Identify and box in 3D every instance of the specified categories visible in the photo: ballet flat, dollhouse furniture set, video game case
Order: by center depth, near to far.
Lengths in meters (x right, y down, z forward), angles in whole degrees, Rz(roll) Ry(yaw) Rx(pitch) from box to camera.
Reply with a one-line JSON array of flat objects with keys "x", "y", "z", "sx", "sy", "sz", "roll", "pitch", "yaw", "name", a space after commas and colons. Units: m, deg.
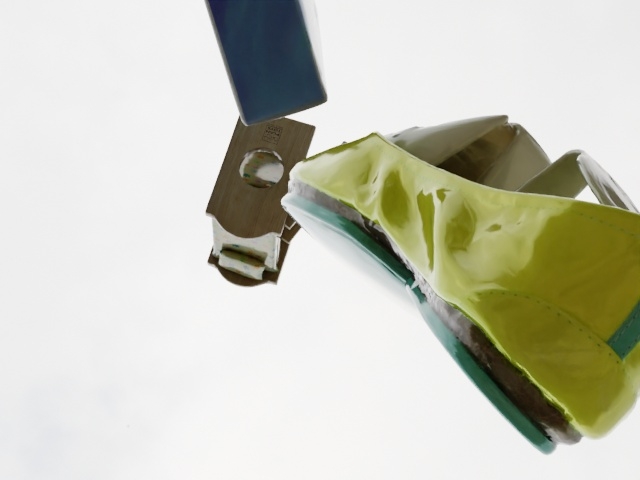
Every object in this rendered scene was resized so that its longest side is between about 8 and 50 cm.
[{"x": 0.052, "y": -0.002, "z": 0.484, "sx": 0.077, "sy": 0.231, "sz": 0.077, "roll": 42, "pitch": -90, "yaw": -20, "name": "ballet flat"}, {"x": -0.059, "y": -0.241, "z": 0.996, "sx": 0.061, "sy": 0.244, "sz": 0.269, "roll": -15, "pitch": -68, "yaw": 3, "name": "video game case"}, {"x": 0.000, "y": 0.000, "z": 1.174, "sx": 0.161, "sy": 0.182, "sz": 0.101, "roll": 16, "pitch": -112, "yaw": 4, "name": "dollhouse furniture set"}]
